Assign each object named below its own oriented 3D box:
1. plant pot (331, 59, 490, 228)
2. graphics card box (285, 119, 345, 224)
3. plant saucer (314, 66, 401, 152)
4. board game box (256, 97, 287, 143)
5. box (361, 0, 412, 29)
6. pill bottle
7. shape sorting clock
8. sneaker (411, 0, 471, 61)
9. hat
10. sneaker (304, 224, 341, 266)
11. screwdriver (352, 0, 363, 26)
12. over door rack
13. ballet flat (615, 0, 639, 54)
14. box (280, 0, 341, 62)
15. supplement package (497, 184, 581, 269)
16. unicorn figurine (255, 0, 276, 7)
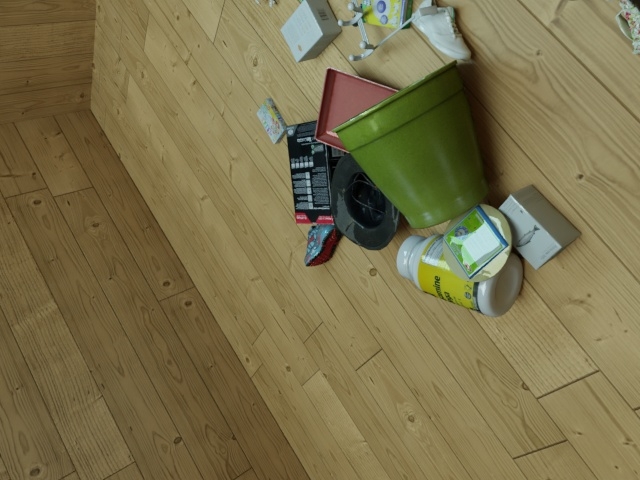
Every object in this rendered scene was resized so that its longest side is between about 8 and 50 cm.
[{"bbox_3d":[0.273,-0.233,1.452,0.367,0.366,0.352,-14,108,54],"label":"plant pot"},{"bbox_3d":[-0.011,-0.246,1.952,0.233,0.094,0.370,3,103,52],"label":"graphics card box"},{"bbox_3d":[0.121,-0.400,1.717,0.259,0.047,0.258,24,130,15],"label":"plant saucer"},{"bbox_3d":[-0.193,-0.479,2.158,0.154,0.026,0.103,60,144,10],"label":"board game box"},{"bbox_3d":[0.181,-0.677,1.550,0.179,0.043,0.105,30,130,39],"label":"box"},{"bbox_3d":[0.393,0.087,1.566,0.334,0.188,0.187,19,122,47],"label":"pill bottle"},{"bbox_3d":[0.409,0.006,1.409,0.206,0.040,0.206,-13,72,44],"label":"shape sorting clock"},{"bbox_3d":[0.329,-0.560,1.406,0.212,0.080,0.094,53,130,21],"label":"sneaker"},{"bbox_3d":[0.176,-0.141,1.775,0.331,0.134,0.331,20,121,39],"label":"hat"},{"bbox_3d":[0.000,0.000,2.130,0.261,0.104,0.125,-58,47,42],"label":"sneaker"},{"bbox_3d":[0.128,-0.726,1.616,0.025,0.024,0.169,25,131,7],"label":"screwdriver"},{"bbox_3d":[0.143,-0.661,1.463,0.324,0.108,0.239,-11,98,57],"label":"over door rack"},{"bbox_3d":[0.608,-0.468,1.053,0.240,0.091,0.077,61,159,-10],"label":"ballet flat"},{"bbox_3d":[-0.033,-0.695,1.776,0.170,0.091,0.130,-26,91,54],"label":"box"},{"bbox_3d":[0.545,-0.035,1.374,0.179,0.105,0.105,52,141,20],"label":"supplement package"},{"bbox_3d":[-0.192,-0.888,1.899,0.162,0.060,0.111,12,145,23],"label":"unicorn figurine"}]
